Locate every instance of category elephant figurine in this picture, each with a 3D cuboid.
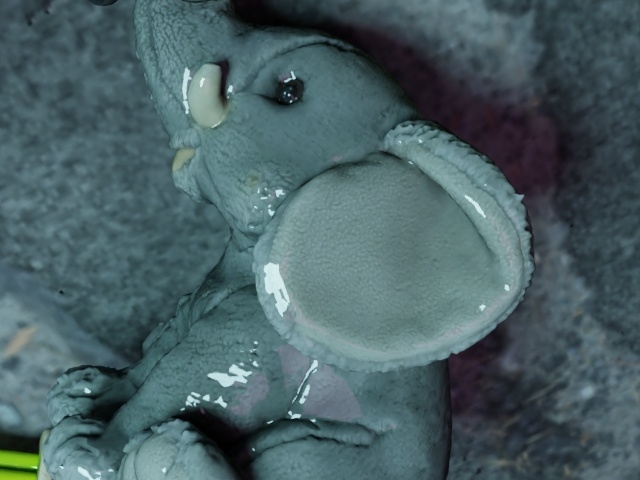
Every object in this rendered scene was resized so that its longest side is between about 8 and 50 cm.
[{"bbox_3d":[0.000,0.000,0.426,0.186,0.169,0.239,14,102,-50],"label":"elephant figurine"}]

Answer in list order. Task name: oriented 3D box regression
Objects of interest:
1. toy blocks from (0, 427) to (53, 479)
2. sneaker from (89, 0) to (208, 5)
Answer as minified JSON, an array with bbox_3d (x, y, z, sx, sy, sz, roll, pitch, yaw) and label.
[{"bbox_3d":[-0.205,0.130,0.503,0.148,0.054,0.123,10,117,-16],"label":"toy blocks"},{"bbox_3d":[-0.070,-0.108,0.286,0.098,0.276,0.135,-1,125,35],"label":"sneaker"}]
